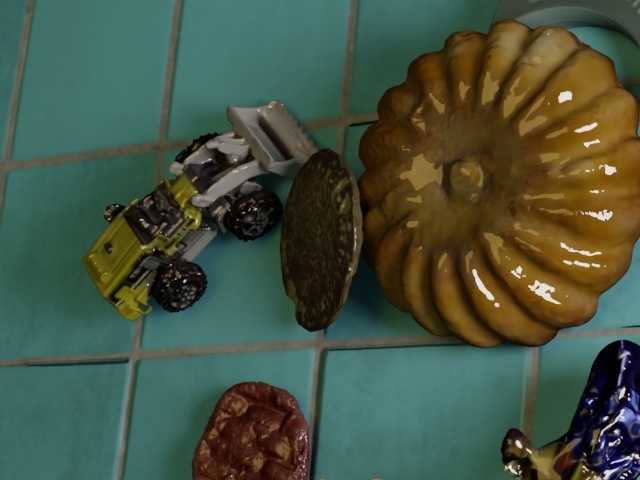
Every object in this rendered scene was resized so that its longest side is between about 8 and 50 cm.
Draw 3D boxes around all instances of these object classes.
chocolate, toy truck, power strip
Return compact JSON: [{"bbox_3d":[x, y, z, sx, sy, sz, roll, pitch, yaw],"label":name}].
[{"bbox_3d":[0.223,0.201,1.517,0.148,0.126,0.343,41,70,-3],"label":"chocolate"},{"bbox_3d":[-0.137,-0.038,1.920,0.286,0.111,0.136,-46,52,10],"label":"toy truck"},{"bbox_3d":[0.290,-0.218,1.724,0.253,0.054,0.167,20,87,39],"label":"power strip"}]

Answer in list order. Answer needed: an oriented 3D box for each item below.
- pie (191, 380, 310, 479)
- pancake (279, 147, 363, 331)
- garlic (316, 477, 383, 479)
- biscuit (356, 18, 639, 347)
[{"bbox_3d":[-0.069,0.221,1.826,0.153,0.038,0.153,-13,64,29],"label":"pie"},{"bbox_3d":[-0.001,0.000,1.809,0.199,0.021,0.199,-177,90,-68],"label":"pancake"},{"bbox_3d":[0.067,0.411,1.604,0.340,0.231,0.246,35,53,20],"label":"garlic"},{"bbox_3d":[0.160,-0.055,1.698,0.325,0.107,0.326,-6,80,35],"label":"biscuit"}]
